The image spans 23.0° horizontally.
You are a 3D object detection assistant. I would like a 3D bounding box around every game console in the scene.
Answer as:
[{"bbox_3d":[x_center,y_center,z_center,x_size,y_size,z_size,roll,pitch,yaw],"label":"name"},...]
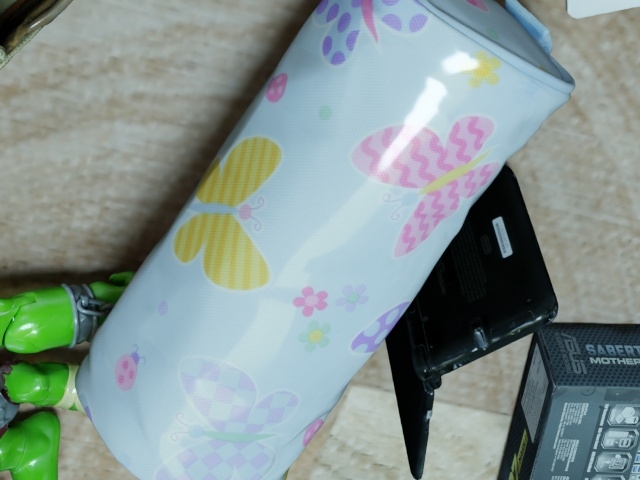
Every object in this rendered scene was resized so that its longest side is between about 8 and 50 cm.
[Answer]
[{"bbox_3d":[0.070,0.038,0.784,0.107,0.122,0.071,-27,126,13],"label":"game console"}]

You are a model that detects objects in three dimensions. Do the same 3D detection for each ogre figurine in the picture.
[{"bbox_3d":[-0.178,0.093,0.822,0.118,0.097,0.197,11,143,-36],"label":"ogre figurine"}]

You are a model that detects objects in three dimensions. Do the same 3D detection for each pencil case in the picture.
[{"bbox_3d":[0.000,0.000,0.726,0.124,0.113,0.273,17,114,-42],"label":"pencil case"}]

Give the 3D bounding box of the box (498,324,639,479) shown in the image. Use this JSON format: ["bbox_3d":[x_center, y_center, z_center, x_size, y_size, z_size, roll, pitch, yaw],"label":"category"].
[{"bbox_3d":[0.197,0.156,0.926,0.183,0.059,0.233,2,126,-7],"label":"box"}]

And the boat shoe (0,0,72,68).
[{"bbox_3d":[-0.159,-0.102,0.641,0.257,0.095,0.095,-44,120,11],"label":"boat shoe"}]

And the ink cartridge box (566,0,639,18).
[{"bbox_3d":[0.202,-0.142,0.699,0.181,0.062,0.104,-9,127,1],"label":"ink cartridge box"}]
